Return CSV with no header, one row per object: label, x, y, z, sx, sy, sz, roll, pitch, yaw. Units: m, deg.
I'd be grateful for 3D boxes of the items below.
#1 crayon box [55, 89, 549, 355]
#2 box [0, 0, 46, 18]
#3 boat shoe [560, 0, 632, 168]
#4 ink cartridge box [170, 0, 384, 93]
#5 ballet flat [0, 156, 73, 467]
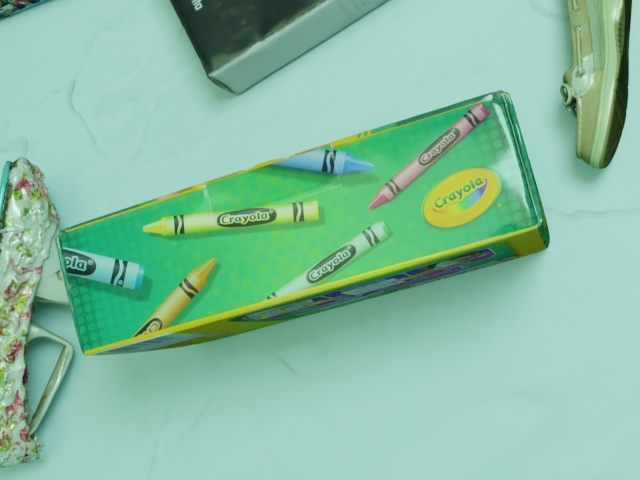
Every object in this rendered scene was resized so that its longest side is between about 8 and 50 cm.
crayon box,0.000,0.000,0.581,0.278,0.165,0.081,-16,82,13
box,-0.291,-0.296,0.748,0.159,0.044,0.233,-16,82,14
boat shoe,0.177,-0.122,0.601,0.048,0.056,0.153,2,85,25
ink cartridge box,0.044,-0.276,0.646,0.371,0.069,0.176,-30,79,9
ballet flat,-0.224,0.060,0.695,0.077,0.091,0.241,11,94,-14
